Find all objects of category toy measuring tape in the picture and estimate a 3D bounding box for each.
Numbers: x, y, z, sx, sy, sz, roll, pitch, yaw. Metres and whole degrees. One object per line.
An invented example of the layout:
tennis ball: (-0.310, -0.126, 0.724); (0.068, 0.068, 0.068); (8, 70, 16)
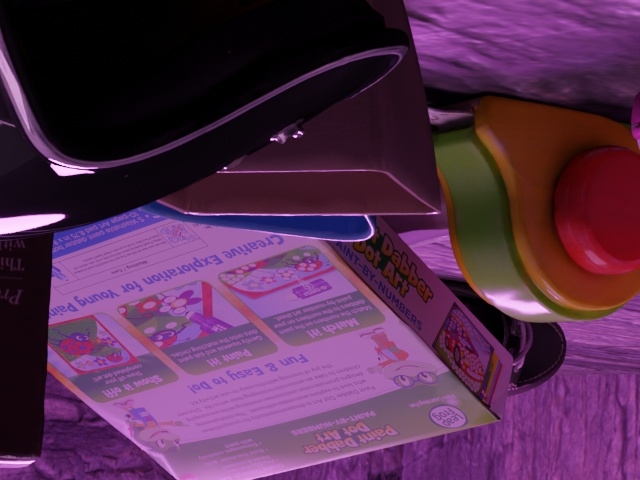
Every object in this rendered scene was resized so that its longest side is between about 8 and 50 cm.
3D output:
toy measuring tape: (0.078, -0.017, 1.047); (0.330, 0.121, 0.121); (7, 171, -33)

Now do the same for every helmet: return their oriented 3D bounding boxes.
helmet: (-0.076, -0.076, 0.428); (0.161, 0.169, 0.169); (-13, -179, -29)

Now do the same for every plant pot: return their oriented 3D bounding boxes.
plant pot: (-0.015, -0.064, 0.759); (0.109, 0.096, 0.109); (-1, 172, 14)

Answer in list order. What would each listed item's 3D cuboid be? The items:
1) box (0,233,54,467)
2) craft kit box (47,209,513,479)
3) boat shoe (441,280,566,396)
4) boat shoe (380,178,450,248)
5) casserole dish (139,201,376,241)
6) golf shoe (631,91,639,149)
box: (-0.216, -0.001, 0.905); (0.168, 0.203, 0.167); (5, 172, -17)
craft kit box: (-0.055, 0.045, 1.177); (0.250, 0.061, 0.246); (-17, 129, 35)
boat shoe: (0.132, 0.098, 1.970); (0.335, 0.112, 0.095); (11, 174, -33)
boat shoe: (0.000, 0.000, 1.242); (0.302, 0.103, 0.113); (-3, 172, 33)
casserole dish: (-0.051, -0.045, 0.956); (0.188, 0.037, 0.114); (7, 156, 37)
golf shoe: (0.272, -0.010, 0.951); (0.306, 0.140, 0.115); (9, 172, -34)
